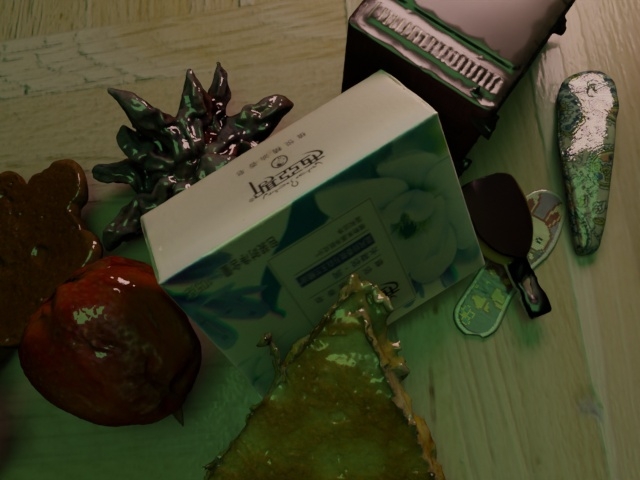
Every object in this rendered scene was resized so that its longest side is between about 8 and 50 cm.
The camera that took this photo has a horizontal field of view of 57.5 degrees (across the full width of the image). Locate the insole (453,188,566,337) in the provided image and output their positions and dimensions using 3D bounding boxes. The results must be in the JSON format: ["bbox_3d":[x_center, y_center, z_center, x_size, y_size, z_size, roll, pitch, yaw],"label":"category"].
[{"bbox_3d":[0.212,0.022,0.654,0.065,0.004,0.197,33,81,15],"label":"insole"}]

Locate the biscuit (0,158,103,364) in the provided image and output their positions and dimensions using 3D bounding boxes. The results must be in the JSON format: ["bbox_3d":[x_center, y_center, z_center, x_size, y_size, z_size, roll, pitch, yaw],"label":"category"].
[{"bbox_3d":[-0.376,0.027,0.710,0.209,0.041,0.290,32,84,17],"label":"biscuit"}]

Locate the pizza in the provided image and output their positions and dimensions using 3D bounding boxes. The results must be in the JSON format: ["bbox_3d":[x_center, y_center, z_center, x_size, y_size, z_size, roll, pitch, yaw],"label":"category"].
[{"bbox_3d":[0.029,0.166,0.555,0.280,0.075,0.287,12,107,3],"label":"pizza"}]

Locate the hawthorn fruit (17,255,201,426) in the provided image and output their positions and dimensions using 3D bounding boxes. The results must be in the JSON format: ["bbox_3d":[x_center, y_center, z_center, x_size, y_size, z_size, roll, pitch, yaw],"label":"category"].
[{"bbox_3d":[-0.213,0.105,0.617,0.179,0.173,0.173,18,76,-19],"label":"hawthorn fruit"}]

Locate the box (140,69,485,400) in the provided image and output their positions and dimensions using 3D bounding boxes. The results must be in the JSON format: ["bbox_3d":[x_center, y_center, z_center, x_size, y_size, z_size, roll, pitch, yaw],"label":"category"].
[{"bbox_3d":[0.001,0.001,0.574,0.274,0.203,0.116,-31,42,-2],"label":"box"}]

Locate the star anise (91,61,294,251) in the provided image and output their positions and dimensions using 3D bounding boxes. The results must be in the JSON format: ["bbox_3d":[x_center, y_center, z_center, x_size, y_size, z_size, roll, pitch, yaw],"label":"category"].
[{"bbox_3d":[-0.154,-0.085,0.679,0.283,0.129,0.212,-35,85,8],"label":"star anise"}]

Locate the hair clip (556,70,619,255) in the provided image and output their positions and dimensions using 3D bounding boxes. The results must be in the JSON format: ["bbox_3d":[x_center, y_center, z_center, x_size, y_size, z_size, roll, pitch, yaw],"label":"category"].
[{"bbox_3d":[0.301,-0.096,0.659,0.066,0.036,0.229,3,75,15],"label":"hair clip"}]

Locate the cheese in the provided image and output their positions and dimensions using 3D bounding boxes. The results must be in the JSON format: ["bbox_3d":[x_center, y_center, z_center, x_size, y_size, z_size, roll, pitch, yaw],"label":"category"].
[{"bbox_3d":[0.206,0.006,0.635,0.087,0.036,0.162,-18,75,-15],"label":"cheese"}]

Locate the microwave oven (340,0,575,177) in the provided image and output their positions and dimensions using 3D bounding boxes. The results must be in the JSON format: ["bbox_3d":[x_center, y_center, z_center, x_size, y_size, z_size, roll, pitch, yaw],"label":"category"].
[{"bbox_3d":[0.157,-0.226,0.640,0.178,0.188,0.247,34,78,9],"label":"microwave oven"}]
